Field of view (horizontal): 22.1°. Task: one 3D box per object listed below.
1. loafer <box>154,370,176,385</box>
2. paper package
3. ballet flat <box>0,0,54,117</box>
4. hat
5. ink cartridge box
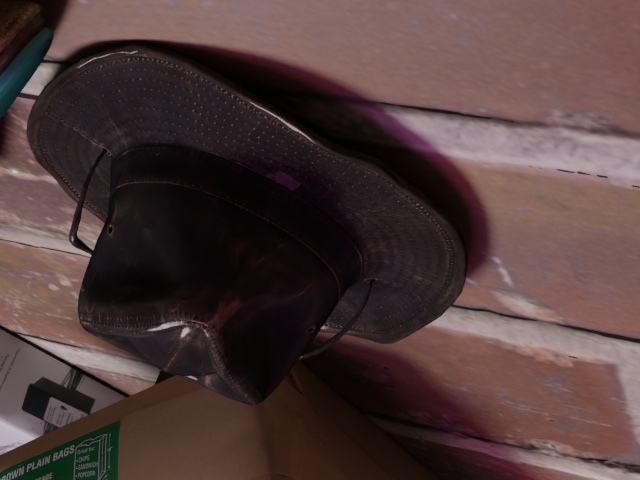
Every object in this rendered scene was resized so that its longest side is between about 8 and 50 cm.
[{"bbox_3d":[-0.113,0.208,1.565,0.096,0.084,0.267,13,155,20],"label":"loafer"},{"bbox_3d":[-0.087,0.265,1.408,0.324,0.168,0.309,-25,135,22],"label":"paper package"},{"bbox_3d":[-0.259,-0.082,1.041,0.123,0.123,0.348,26,157,-10],"label":"ballet flat"},{"bbox_3d":[-0.075,0.024,1.050,0.331,0.134,0.331,22,156,11],"label":"hat"},{"bbox_3d":[-0.301,0.168,1.646,0.208,0.087,0.153,32,155,-21],"label":"ink cartridge box"}]
